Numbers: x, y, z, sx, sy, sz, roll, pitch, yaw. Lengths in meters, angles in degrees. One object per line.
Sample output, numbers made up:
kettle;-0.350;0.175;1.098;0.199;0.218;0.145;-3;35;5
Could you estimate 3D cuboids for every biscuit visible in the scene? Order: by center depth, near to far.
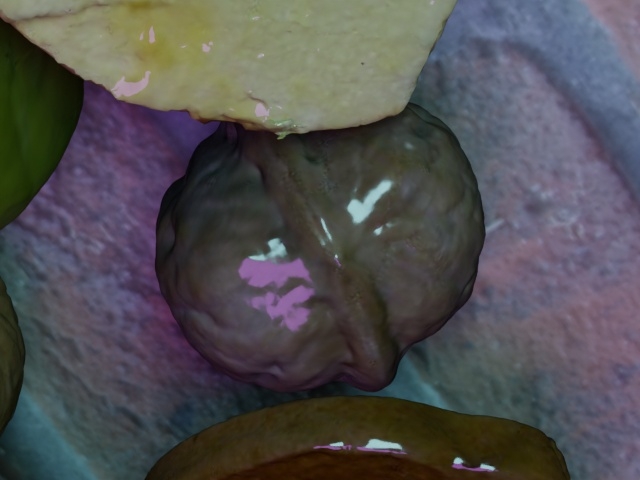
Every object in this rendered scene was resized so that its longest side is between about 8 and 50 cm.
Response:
biscuit;0.046;0.237;1.286;0.359;0.074;0.381;-22;134;31

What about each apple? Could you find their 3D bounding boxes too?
apple;-0.059;-0.232;1.002;0.309;0.252;0.314;14;74;-19

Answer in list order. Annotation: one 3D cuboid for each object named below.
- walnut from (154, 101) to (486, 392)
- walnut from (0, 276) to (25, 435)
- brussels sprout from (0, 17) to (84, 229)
walnut;0.000;0.000;1.158;0.224;0.224;0.224;3;114;6
walnut;-0.315;0.083;1.242;0.228;0.228;0.228;3;114;6
brussels sprout;-0.287;-0.144;1.100;0.268;0.344;0.344;-8;113;21
